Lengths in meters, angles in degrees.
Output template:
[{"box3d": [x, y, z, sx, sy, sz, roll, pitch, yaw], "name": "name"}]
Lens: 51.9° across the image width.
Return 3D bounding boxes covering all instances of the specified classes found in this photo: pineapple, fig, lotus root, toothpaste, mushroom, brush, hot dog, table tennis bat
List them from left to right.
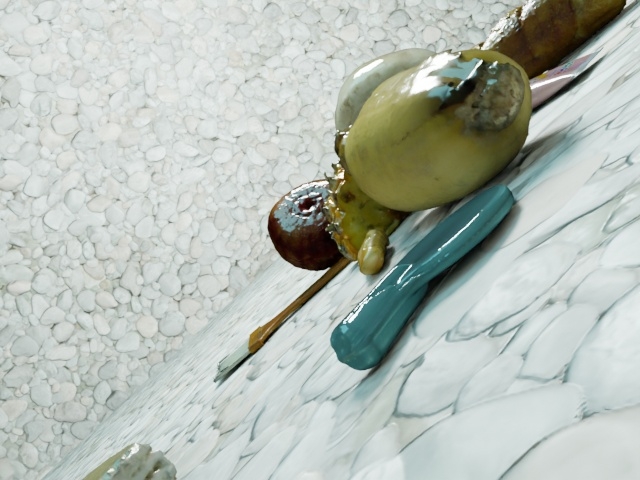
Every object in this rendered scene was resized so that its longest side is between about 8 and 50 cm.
[{"box3d": [-0.028, 0.084, 0.920, 0.314, 0.017, 0.090, -42, 6, 0], "name": "brush"}, {"box3d": [0.000, 0.000, 1.017, 0.146, 0.134, 0.201, -14, -28, 0], "name": "fig"}, {"box3d": [0.059, 0.010, 0.725, 0.137, 0.028, 0.044, -51, -17, -82], "name": "hot dog"}, {"box3d": [0.081, -0.092, 0.856, 0.233, 0.135, 0.079, -42, 4, -13], "name": "pineapple"}, {"box3d": [0.152, -0.209, 1.172, 0.243, 0.243, 0.243, -42, 4, 3], "name": "mushroom"}, {"box3d": [0.071, 0.021, 0.468, 0.201, 0.033, 0.124, -43, 1, -43], "name": "table tennis bat"}, {"box3d": [0.113, -0.107, 0.674, 0.146, 0.130, 0.303, -59, 17, -15], "name": "lotus root"}, {"box3d": [0.246, -0.171, 0.791, 0.067, 0.043, 0.194, -41, 8, -33], "name": "toothpaste"}]

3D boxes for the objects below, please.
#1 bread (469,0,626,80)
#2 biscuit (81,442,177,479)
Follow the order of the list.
[{"box3d": [0.294, -0.273, 0.971, 0.344, 0.124, 0.084, -40, 34, 29], "name": "bread"}, {"box3d": [-0.206, 0.252, 0.481, 0.108, 0.062, 0.239, -40, 5, 38], "name": "biscuit"}]
